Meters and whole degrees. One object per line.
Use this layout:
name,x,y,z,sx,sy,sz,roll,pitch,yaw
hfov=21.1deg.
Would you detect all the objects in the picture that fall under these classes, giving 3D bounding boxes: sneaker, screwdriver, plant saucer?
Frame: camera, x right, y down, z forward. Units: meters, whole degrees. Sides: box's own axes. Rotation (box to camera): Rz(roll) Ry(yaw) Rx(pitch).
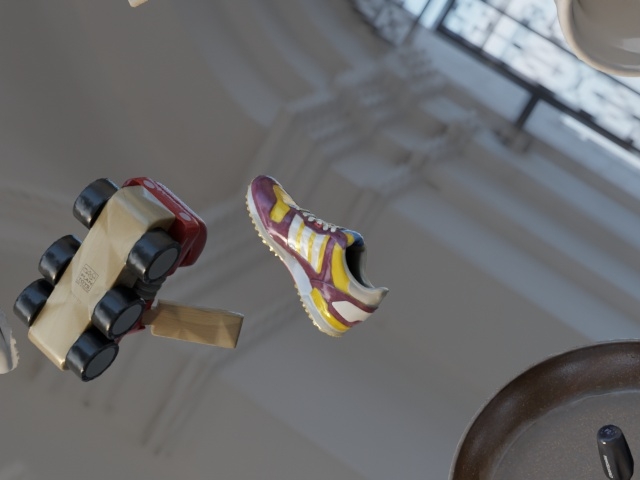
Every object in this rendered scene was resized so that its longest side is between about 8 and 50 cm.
sneaker,-0.488,0.113,2.380,0.095,0.090,0.235,-36,-38,-19
sneaker,0.000,0.000,1.713,0.084,0.185,0.069,-38,-14,24
screwdriver,0.232,0.200,1.313,0.024,0.025,0.170,-72,-25,-43
plant saucer,0.260,0.220,1.410,0.310,0.310,0.050,-51,-30,-27

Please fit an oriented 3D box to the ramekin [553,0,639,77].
ramekin,0.314,-0.286,1.514,0.277,0.135,0.277,-15,-35,-11

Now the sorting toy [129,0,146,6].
sorting toy,-0.272,-0.371,2.490,0.083,0.062,0.012,-26,-7,11

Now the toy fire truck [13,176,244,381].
toy fire truck,-0.186,0.048,1.946,0.217,0.158,0.246,-57,-20,20
